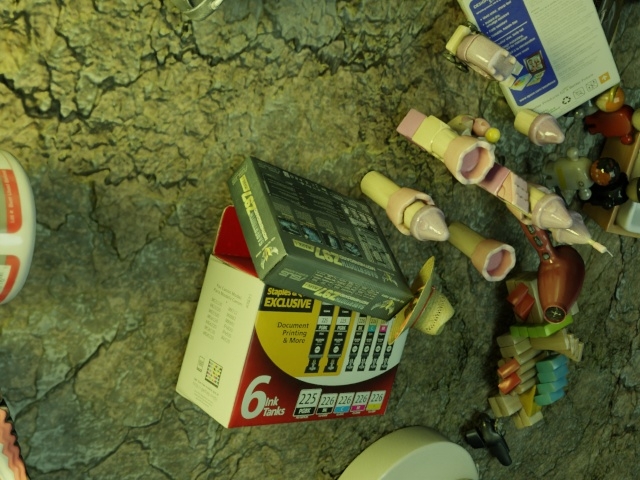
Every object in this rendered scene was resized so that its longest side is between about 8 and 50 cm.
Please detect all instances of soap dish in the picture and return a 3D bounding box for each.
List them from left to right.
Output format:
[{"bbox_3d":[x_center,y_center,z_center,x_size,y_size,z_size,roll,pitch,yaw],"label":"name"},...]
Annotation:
[{"bbox_3d":[0.661,-0.120,1.787,0.291,0.118,0.229,7,103,-44],"label":"soap dish"}]

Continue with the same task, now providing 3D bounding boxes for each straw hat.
[{"bbox_3d":[0.149,0.097,1.218,0.144,0.061,0.144,-63,180,0],"label":"straw hat"}]

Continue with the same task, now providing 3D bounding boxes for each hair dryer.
[{"bbox_3d":[0.374,0.012,1.529,0.224,0.293,0.080,18,140,-42],"label":"hair dryer"}]

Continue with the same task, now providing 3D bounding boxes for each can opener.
[{"bbox_3d":[0.349,0.401,1.790,0.186,0.073,0.059,47,37,-47],"label":"can opener"}]

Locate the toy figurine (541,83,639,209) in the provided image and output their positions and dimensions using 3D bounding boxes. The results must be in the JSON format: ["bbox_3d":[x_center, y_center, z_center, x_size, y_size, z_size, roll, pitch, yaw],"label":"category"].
[{"bbox_3d":[0.507,-0.167,1.572,0.209,0.148,0.213,17,80,-44],"label":"toy figurine"}]

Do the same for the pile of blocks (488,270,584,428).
[{"bbox_3d":[0.397,0.226,1.678,0.113,0.149,0.362,-21,122,-36],"label":"pile of blocks"}]

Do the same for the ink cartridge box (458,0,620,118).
[{"bbox_3d":[0.330,-0.337,1.373,0.176,0.069,0.371,-30,137,11],"label":"ink cartridge box"}]

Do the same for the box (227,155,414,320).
[{"bbox_3d":[0.000,0.000,1.174,0.233,0.183,0.059,19,124,-39],"label":"box"}]

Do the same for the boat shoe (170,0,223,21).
[{"bbox_3d":[-0.073,-0.382,1.007,0.301,0.108,0.102,-55,135,-6],"label":"boat shoe"}]

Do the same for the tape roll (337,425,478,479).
[{"bbox_3d":[0.139,0.528,1.632,0.392,0.072,0.392,-19,120,-36],"label":"tape roll"}]

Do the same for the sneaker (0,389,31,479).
[{"bbox_3d":[-0.406,0.269,1.010,0.136,0.116,0.313,-20,115,-23],"label":"sneaker"}]

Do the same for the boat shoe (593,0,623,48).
[{"bbox_3d":[0.454,-0.447,1.457,0.095,0.112,0.335,-19,124,-41],"label":"boat shoe"}]

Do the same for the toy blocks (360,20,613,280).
[{"bbox_3d":[0.277,-0.097,1.301,0.289,0.260,0.309,26,100,-40],"label":"toy blocks"}]

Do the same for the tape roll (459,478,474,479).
[{"bbox_3d":[0.285,0.586,1.623,0.246,0.169,0.246,-20,122,-36],"label":"tape roll"}]

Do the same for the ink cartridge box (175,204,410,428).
[{"bbox_3d":[-0.018,0.108,1.259,0.309,0.130,0.271,6,103,-44],"label":"ink cartridge box"}]

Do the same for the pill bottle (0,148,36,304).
[{"bbox_3d":[-0.425,-0.014,0.809,0.283,0.161,0.161,1,108,-43],"label":"pill bottle"}]
